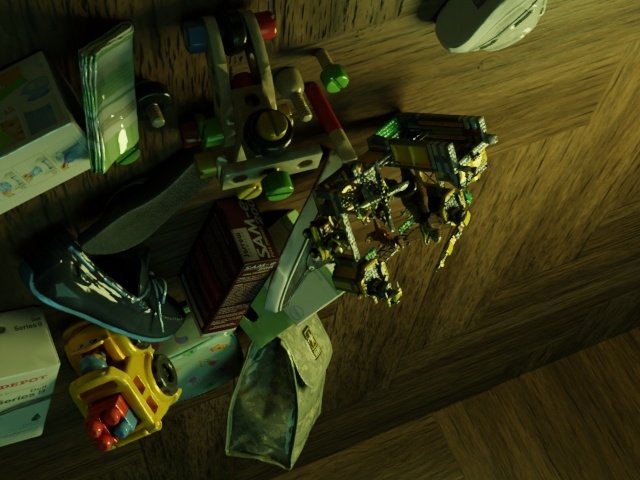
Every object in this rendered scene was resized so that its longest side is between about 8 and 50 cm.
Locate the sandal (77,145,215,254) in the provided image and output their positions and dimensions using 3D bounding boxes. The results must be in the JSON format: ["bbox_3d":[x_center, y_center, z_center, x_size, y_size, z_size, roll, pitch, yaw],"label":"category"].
[{"bbox_3d":[-0.250,-0.066,1.427,0.254,0.054,0.097,-37,157,-2],"label":"sandal"}]

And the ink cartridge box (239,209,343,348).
[{"bbox_3d":[-0.086,0.079,1.722,0.235,0.171,0.056,-37,-178,21],"label":"ink cartridge box"}]

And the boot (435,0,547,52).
[{"bbox_3d":[0.280,-0.355,1.337,0.123,0.095,0.258,-9,159,-45],"label":"boot"}]

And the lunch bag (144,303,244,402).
[{"bbox_3d":[-0.270,0.224,1.902,0.224,0.107,0.279,-21,155,-7],"label":"lunch bag"}]

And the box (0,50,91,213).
[{"bbox_3d":[-0.377,-0.111,1.129,0.203,0.114,0.103,-28,157,-1],"label":"box"}]

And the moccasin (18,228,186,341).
[{"bbox_3d":[-0.315,0.076,1.535,0.117,0.138,0.342,-52,150,6],"label":"moccasin"}]

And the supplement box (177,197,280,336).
[{"bbox_3d":[-0.160,0.048,1.634,0.073,0.130,0.239,-10,152,-32],"label":"supplement box"}]

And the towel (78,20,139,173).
[{"bbox_3d":[-0.239,-0.166,1.122,0.113,0.023,0.152,-58,154,-55],"label":"towel"}]

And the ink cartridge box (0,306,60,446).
[{"bbox_3d":[-0.576,0.250,1.639,0.211,0.121,0.289,-12,151,-29],"label":"ink cartridge box"}]

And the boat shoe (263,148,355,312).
[{"bbox_3d":[0.000,0.000,1.598,0.108,0.102,0.301,-79,-166,-75],"label":"boat shoe"}]

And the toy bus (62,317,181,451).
[{"bbox_3d":[-0.362,0.251,1.658,0.149,0.220,0.211,-23,-161,15],"label":"toy bus"}]

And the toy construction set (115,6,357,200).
[{"bbox_3d":[-0.065,-0.131,1.245,0.309,0.237,0.257,-4,147,-41],"label":"toy construction set"}]

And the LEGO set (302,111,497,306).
[{"bbox_3d":[0.153,-0.052,1.480,0.331,0.192,0.254,-31,119,-38],"label":"LEGO set"}]

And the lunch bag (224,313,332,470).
[{"bbox_3d":[-0.075,0.266,1.925,0.235,0.169,0.287,-52,151,-70],"label":"lunch bag"}]
